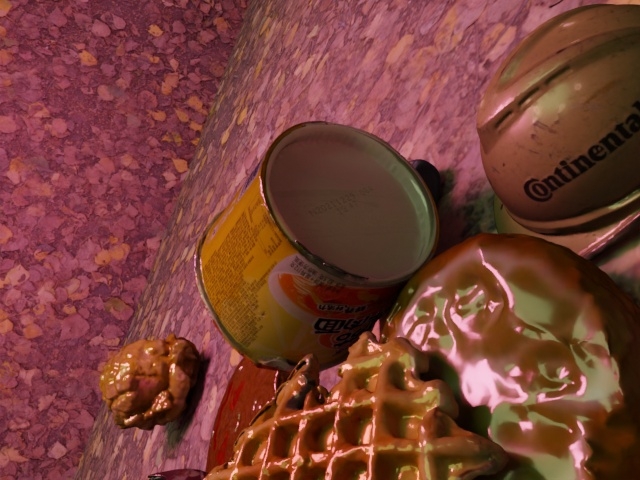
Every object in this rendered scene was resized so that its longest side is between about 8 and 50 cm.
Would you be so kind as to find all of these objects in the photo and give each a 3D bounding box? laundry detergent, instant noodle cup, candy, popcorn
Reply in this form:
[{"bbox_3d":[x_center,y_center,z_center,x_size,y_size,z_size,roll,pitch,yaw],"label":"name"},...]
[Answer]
[{"bbox_3d":[0.086,-0.058,0.750,0.206,0.061,0.097,-3,70,63],"label":"laundry detergent"},{"bbox_3d":[0.000,0.000,0.603,0.200,0.264,0.264,128,153,-50],"label":"instant noodle cup"},{"bbox_3d":[0.142,0.122,0.420,0.260,0.118,0.260,-41,38,43],"label":"candy"},{"bbox_3d":[-0.406,0.345,1.241,0.259,0.259,0.212,-37,53,48],"label":"popcorn"}]

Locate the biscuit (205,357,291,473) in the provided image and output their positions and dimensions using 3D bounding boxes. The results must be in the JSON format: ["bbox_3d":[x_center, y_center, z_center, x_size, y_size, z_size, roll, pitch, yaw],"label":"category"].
[{"bbox_3d":[-0.132,0.325,0.888,0.257,0.049,0.273,-29,46,53],"label":"biscuit"}]

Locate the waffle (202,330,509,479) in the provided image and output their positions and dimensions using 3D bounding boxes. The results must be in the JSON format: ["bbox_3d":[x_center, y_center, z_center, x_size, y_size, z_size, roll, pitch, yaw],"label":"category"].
[{"bbox_3d":[0.004,0.192,0.396,0.261,0.056,0.250,-49,29,-6],"label":"waffle"}]

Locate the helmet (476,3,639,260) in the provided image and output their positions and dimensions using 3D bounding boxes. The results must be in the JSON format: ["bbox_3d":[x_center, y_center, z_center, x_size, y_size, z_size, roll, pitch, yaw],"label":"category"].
[{"bbox_3d":[0.208,-0.105,0.451,0.257,0.137,0.204,-55,27,25],"label":"helmet"}]

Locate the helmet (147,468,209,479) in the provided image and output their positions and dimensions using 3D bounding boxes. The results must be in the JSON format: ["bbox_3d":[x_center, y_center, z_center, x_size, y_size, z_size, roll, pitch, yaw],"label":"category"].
[{"bbox_3d":[-0.185,0.419,0.765,0.177,0.107,0.153,13,111,63],"label":"helmet"}]
